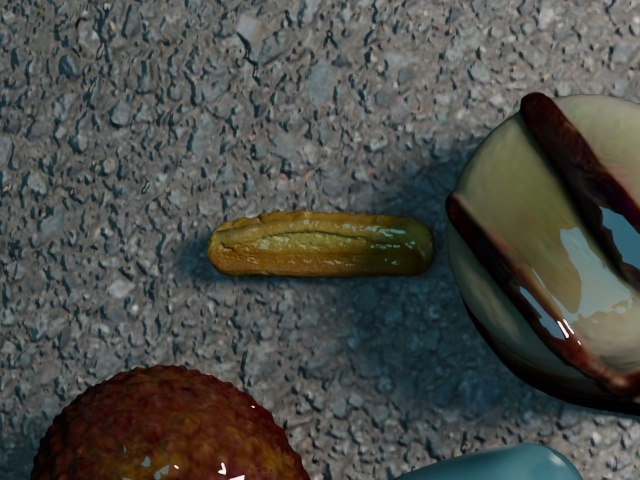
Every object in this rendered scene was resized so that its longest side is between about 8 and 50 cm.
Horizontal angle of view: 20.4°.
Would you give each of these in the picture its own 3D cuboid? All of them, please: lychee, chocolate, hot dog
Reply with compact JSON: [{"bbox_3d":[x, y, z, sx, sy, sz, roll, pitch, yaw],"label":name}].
[{"bbox_3d":[-0.124,0.231,1.546,0.261,0.260,0.260,-2,84,18],"label":"lychee"},{"bbox_3d":[0.230,0.007,1.485,0.284,0.186,0.283,-2,85,18],"label":"chocolate"},{"bbox_3d":[0.000,0.000,1.636,0.216,0.047,0.066,-3,121,19],"label":"hot dog"}]

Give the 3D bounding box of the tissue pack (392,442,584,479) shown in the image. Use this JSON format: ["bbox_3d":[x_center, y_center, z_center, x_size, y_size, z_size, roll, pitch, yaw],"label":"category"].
[{"bbox_3d":[0.151,0.317,1.474,0.198,0.206,0.287,-15,79,18],"label":"tissue pack"}]
